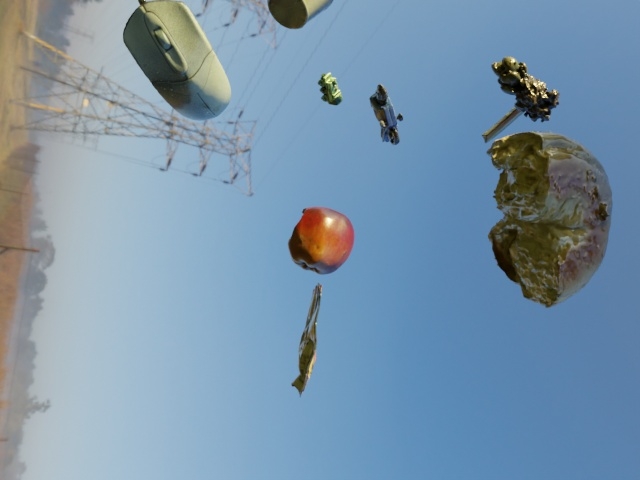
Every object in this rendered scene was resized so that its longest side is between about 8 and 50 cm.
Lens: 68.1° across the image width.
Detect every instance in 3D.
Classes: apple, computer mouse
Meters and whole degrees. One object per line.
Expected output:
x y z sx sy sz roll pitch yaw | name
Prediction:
0.005 0.003 1.172 0.147 0.156 0.158 -1 -116 28 | apple
-0.215 -0.274 0.744 0.113 0.229 0.068 -30 -130 2 | computer mouse

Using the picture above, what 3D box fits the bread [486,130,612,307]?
0.411 -0.061 0.849 0.171 0.192 0.314 24 -42 67 | bread

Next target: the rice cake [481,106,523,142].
0.648 -0.419 1.643 0.207 0.033 0.033 -43 -161 30 | rice cake

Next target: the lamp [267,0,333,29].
-0.018 -0.497 0.890 0.121 0.121 0.215 -13 -136 54 | lamp

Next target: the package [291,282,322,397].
-0.022 0.211 1.014 0.166 0.040 0.232 122 -20 -77 | package

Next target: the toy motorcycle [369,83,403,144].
0.211 -0.411 1.548 0.114 0.076 0.205 -123 -169 -65 | toy motorcycle

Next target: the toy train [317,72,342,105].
0.025 -0.397 1.241 0.053 0.083 0.033 20 -126 31 | toy train

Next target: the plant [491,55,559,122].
0.438 -0.328 1.020 0.174 0.087 0.085 48 -37 3 | plant
